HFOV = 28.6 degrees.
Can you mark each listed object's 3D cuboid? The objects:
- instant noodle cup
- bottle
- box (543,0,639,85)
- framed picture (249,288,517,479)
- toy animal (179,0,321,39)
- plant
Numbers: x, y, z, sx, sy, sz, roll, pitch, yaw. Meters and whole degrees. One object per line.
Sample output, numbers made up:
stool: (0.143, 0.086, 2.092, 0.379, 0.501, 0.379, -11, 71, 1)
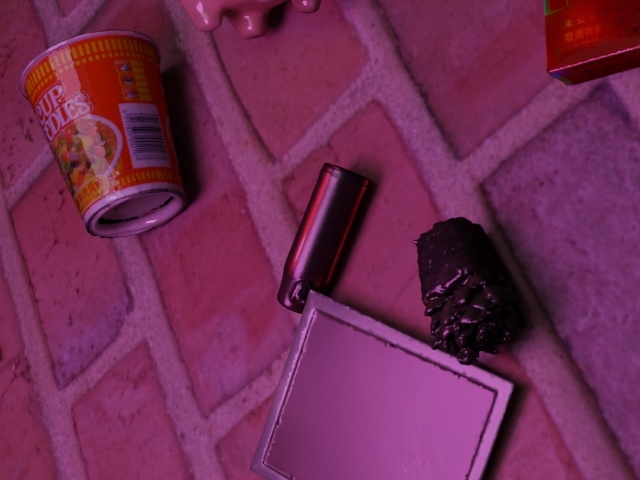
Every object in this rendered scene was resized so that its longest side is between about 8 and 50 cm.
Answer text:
instant noodle cup: (-0.257, -0.123, 1.567, 0.193, 0.193, 0.212, -32, 69, 32)
bottle: (0.000, 0.000, 1.374, 0.060, 0.060, 0.164, 27, 98, 42)
box: (0.271, -0.247, 1.202, 0.112, 0.048, 0.175, -13, 70, 39)
framed picture: (0.056, 0.193, 1.282, 0.274, 0.017, 0.217, 25, 97, 37)
toy animal: (-0.050, -0.385, 1.430, 0.326, 0.237, 0.269, -14, 81, 41)
plant: (0.141, 0.051, 1.216, 0.094, 0.092, 0.143, -35, 51, 23)
